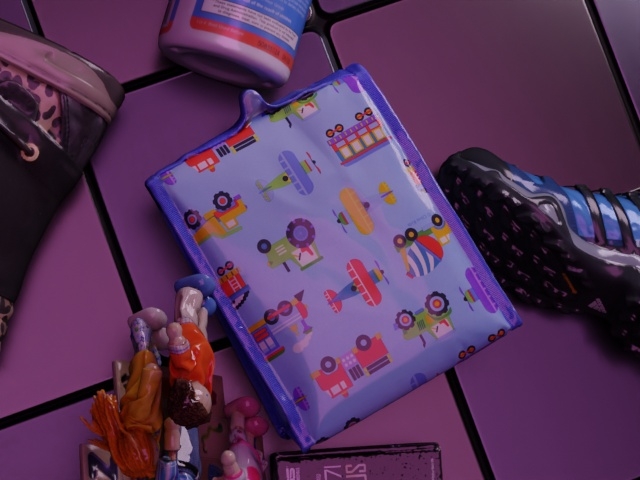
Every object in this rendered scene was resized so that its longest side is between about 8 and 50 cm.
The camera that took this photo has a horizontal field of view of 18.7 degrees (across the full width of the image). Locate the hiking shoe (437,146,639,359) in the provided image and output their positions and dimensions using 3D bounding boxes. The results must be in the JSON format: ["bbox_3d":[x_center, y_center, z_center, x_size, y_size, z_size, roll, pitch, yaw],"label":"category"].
[{"bbox_3d":[0.248,0.001,1.773,0.304,0.113,0.132,33,50,5],"label":"hiking shoe"}]

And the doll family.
[{"bbox_3d":[-0.120,0.165,1.595,0.118,0.263,0.163,-10,45,11],"label":"doll family"}]

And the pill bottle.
[{"bbox_3d":[-0.058,-0.258,1.743,0.124,0.124,0.222,17,82,-4],"label":"pill bottle"}]

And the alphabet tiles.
[{"bbox_3d":[-0.121,0.221,1.658,0.198,0.009,0.237,12,61,-39],"label":"alphabet tiles"}]

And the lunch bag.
[{"bbox_3d":[0.000,0.000,1.693,0.221,0.138,0.293,-29,95,-9],"label":"lunch bag"}]

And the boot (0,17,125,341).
[{"bbox_3d":[-0.389,-0.078,1.681,0.377,0.138,0.284,21,81,-9],"label":"boot"}]

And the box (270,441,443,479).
[{"bbox_3d":[0.035,0.272,1.710,0.147,0.077,0.180,-2,83,-6],"label":"box"}]
